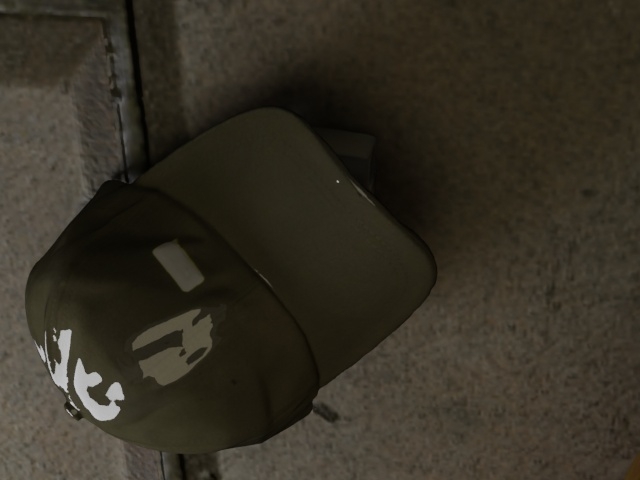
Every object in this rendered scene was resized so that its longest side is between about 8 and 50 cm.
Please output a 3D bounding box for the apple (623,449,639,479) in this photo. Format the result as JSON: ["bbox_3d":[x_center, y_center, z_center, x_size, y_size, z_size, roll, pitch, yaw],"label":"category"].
[{"bbox_3d":[0.271,0.230,0.716,0.364,0.364,0.364,5,124,8],"label":"apple"}]

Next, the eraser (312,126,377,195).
[{"bbox_3d":[0.000,0.000,0.807,0.052,0.029,0.122,7,124,6],"label":"eraser"}]

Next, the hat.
[{"bbox_3d":[-0.049,0.030,0.754,0.166,0.144,0.173,46,154,-5],"label":"hat"}]
